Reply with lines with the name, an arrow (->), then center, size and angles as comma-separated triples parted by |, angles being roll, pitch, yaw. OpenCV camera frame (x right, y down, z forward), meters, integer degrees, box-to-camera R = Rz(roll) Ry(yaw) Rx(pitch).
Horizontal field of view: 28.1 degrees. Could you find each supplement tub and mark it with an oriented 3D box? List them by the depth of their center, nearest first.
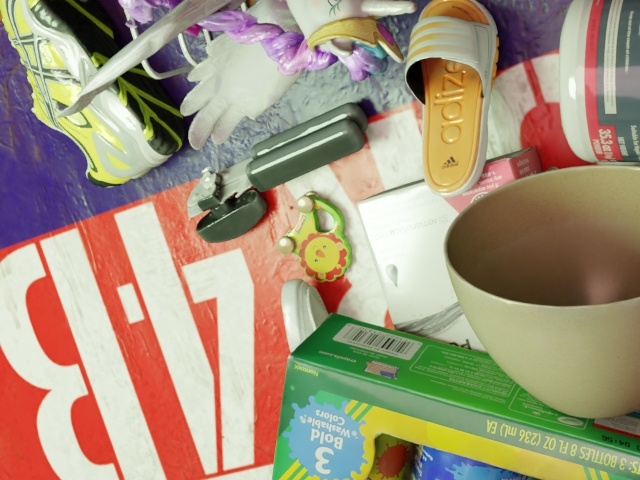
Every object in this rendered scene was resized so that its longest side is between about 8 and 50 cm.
supplement tub -> 0.400, -0.175, 1.339 | 0.272, 0.191, 0.191 | 2, 102, 24

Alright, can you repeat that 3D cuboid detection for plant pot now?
plant pot -> 0.282, 0.069, 1.322 | 0.284, 0.284, 0.191 | 1, 122, 24

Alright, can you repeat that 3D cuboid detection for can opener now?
can opener -> -0.056, -0.089, 1.641 | 0.280, 0.074, 0.093 | -27, 124, 28

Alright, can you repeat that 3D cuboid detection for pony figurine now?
pony figurine -> -0.099, -0.270, 1.309 | 0.351, 0.303, 0.363 | -30, 78, 29

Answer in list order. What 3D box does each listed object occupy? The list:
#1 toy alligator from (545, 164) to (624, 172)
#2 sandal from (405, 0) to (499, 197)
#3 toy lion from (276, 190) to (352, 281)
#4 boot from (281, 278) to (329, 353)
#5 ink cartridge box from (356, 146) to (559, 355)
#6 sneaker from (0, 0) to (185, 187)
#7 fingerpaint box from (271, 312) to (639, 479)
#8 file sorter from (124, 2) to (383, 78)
toy alligator -> 0.355, -0.062, 1.464 | 0.190, 0.056, 0.051 | 25, 68, 19
sandal -> 0.146, -0.181, 1.456 | 0.102, 0.076, 0.265 | -12, 62, 26
toy lion -> 0.000, 0.000, 1.648 | 0.096, 0.034, 0.100 | 28, 111, 9
boot -> 0.044, 0.159, 1.635 | 0.123, 0.095, 0.258 | -15, 103, 20
ink cartridge box -> 0.190, 0.054, 1.522 | 0.207, 0.117, 0.283 | -16, 94, 25
sneaker -> -0.347, -0.237, 1.691 | 0.147, 0.145, 0.384 | -39, 83, 25
fingerpaint box -> 0.167, 0.325, 1.446 | 0.445, 0.163, 0.371 | 15, 111, 17
file sorter -> -0.083, -0.312, 1.531 | 0.278, 0.193, 0.173 | -12, 99, 26
